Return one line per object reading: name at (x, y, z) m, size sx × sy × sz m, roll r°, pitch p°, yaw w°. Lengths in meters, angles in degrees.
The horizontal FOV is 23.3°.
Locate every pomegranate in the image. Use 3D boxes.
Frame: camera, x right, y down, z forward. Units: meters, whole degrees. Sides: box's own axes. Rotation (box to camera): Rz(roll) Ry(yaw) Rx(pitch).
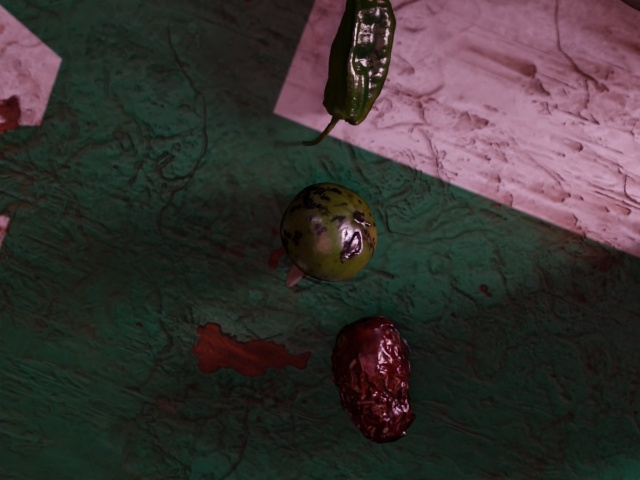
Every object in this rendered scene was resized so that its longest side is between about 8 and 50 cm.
pomegranate at (0.000, 0.000, 1.856) m, size 0.122 × 0.122 × 0.161 m, roll 39°, pitch 135°, yaw -5°

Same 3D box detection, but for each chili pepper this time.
chili pepper at (0.040, -0.190, 1.815) m, size 0.072 × 0.073 × 0.204 m, roll 11°, pitch 109°, yaw -11°

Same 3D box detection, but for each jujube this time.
jujube at (0.062, 0.173, 1.899) m, size 0.104 × 0.104 × 0.166 m, roll -8°, pitch 106°, yaw 8°

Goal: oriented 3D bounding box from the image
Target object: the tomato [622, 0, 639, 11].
tomato at (0.405, -0.379, 1.604) m, size 0.317 × 0.282 × 0.316 m, roll 2°, pitch 101°, yaw 9°
